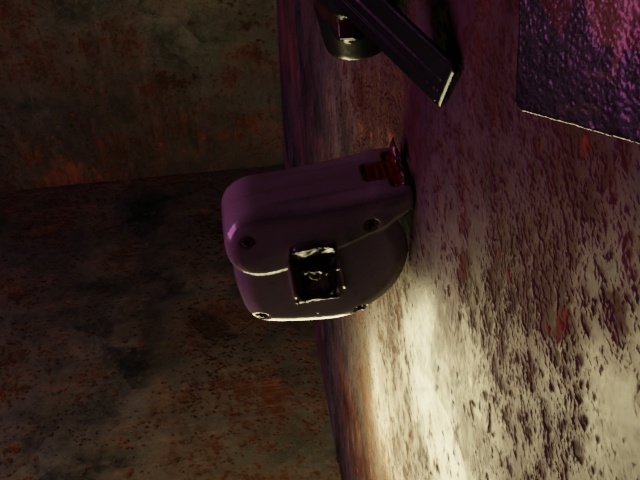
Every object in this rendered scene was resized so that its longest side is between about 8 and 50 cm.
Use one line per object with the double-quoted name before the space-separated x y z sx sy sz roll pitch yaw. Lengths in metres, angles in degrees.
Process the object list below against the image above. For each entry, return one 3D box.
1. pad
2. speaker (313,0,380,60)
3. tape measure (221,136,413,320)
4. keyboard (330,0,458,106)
"pad" 0.151 -0.160 0.428 0.143 0.003 0.212 36 135 57
"speaker" 0.009 -0.406 0.988 0.329 0.198 0.259 77 170 -62
"tape measure" 0.000 0.000 1.145 0.130 0.258 0.265 -104 3 -46
"keyboard" -0.001 -0.288 0.860 0.381 0.041 0.103 40 167 8
